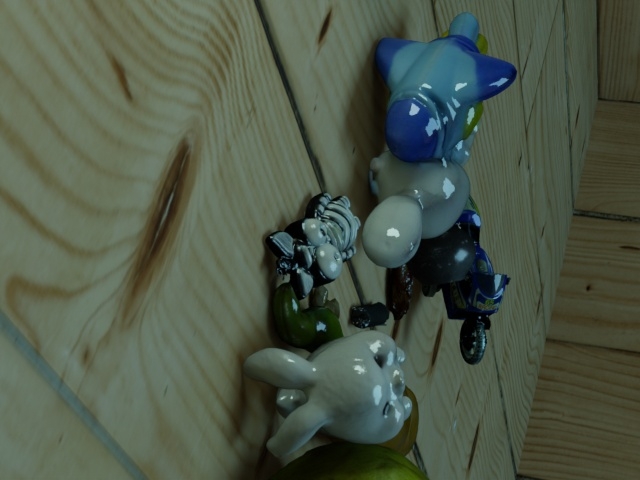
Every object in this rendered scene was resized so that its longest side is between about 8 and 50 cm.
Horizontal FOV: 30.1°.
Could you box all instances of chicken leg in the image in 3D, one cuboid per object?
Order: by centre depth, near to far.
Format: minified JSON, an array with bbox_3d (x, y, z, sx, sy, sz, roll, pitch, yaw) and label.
[{"bbox_3d":[0.127,0.059,1.893,0.062,0.037,0.145,-95,-175,-66],"label":"chicken leg"}]

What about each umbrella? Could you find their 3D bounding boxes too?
[{"bbox_3d":[0.075,0.110,1.766,0.133,0.031,0.036,5,94,-72],"label":"umbrella"}]

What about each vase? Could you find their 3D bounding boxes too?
[{"bbox_3d":[0.189,-0.021,1.941,0.120,0.120,0.183,-6,90,-71],"label":"vase"}]

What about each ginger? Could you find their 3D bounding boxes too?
[{"bbox_3d":[0.009,0.096,1.562,0.048,0.030,0.097,-55,150,-51],"label":"ginger"}]

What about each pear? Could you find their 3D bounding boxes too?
[{"bbox_3d":[0.029,0.368,1.395,0.321,0.269,0.269,-21,118,-56],"label":"pear"}]

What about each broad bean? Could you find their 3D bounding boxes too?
[{"bbox_3d":[-0.013,0.108,1.475,0.213,0.048,0.070,50,51,-62],"label":"broad bean"}]

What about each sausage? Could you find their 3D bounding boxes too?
[{"bbox_3d":[0.079,0.252,1.710,0.354,0.116,0.134,50,36,-70],"label":"sausage"}]

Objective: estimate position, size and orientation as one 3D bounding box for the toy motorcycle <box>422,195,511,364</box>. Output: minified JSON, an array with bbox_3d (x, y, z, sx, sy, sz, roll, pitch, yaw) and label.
[{"bbox_3d":[0.256,0.054,2.054,0.169,0.113,0.315,111,-23,-47],"label":"toy motorcycle"}]

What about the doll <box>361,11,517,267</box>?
[{"bbox_3d":[0.144,-0.150,1.672,0.376,0.187,0.366,-125,-132,-77],"label":"doll"}]

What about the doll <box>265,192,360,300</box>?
[{"bbox_3d":[0.000,0.000,1.436,0.091,0.067,0.219,65,28,-10],"label":"doll"}]

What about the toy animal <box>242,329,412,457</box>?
[{"bbox_3d":[0.016,0.175,1.383,0.193,0.178,0.127,10,70,-80],"label":"toy animal"}]
